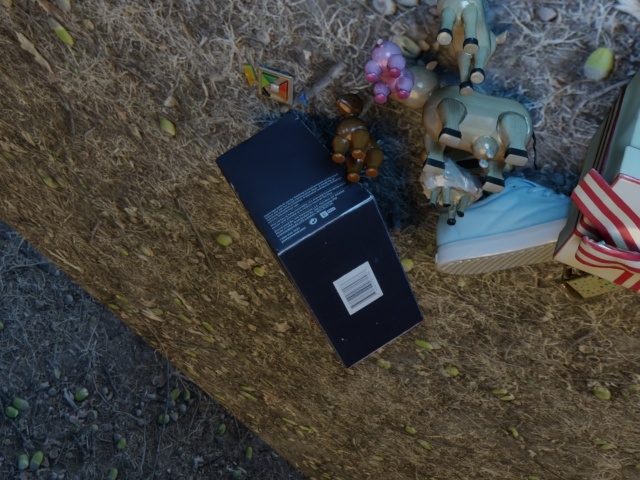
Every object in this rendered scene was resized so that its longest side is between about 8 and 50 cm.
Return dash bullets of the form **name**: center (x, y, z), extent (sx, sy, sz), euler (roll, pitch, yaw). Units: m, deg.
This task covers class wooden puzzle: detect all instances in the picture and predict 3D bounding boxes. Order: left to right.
- **wooden puzzle**: center (-0.081, -0.272, 1.262), extent (0.116, 0.014, 0.078), euler (16, 148, 17)

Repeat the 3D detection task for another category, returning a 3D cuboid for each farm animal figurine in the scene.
- **farm animal figurine**: center (0.185, -0.204, 1.033), extent (0.327, 0.172, 0.330), euler (26, 143, -21)

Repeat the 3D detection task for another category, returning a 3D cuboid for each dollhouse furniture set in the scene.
- **dollhouse furniture set**: center (0.461, 0.010, 1.183), extent (0.161, 0.101, 0.182), euler (38, 147, -17)

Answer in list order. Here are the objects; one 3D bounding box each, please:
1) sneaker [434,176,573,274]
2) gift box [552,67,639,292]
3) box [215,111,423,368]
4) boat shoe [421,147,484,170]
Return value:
- **sneaker**: center (0.352, -0.046, 1.148), extent (0.366, 0.150, 0.135), euler (-10, 161, 26)
- **gift box**: center (0.453, -0.070, 0.898), extent (0.255, 0.258, 0.276), euler (19, 155, 12)
- **box**: center (0.000, 0.000, 1.300), extent (0.312, 0.179, 0.343), euler (54, 174, 47)
- **boat shoe**: center (0.234, -0.132, 1.200), extent (0.137, 0.049, 0.043), euler (-7, 132, 35)
